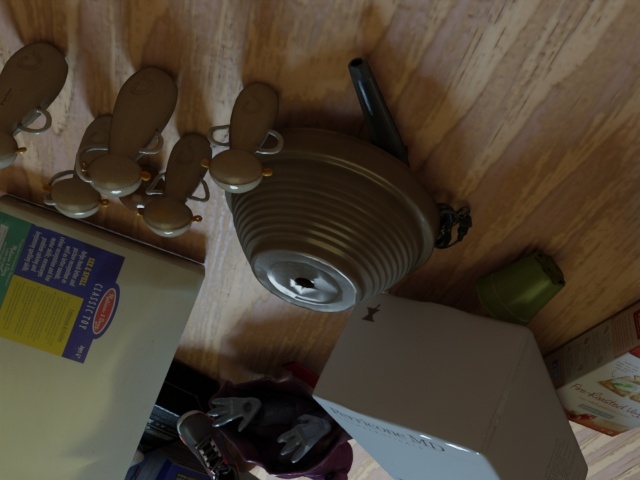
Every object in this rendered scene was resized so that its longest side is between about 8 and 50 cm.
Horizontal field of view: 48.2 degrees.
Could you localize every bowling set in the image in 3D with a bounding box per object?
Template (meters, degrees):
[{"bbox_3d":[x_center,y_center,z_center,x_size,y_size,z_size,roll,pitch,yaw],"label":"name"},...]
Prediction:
[{"bbox_3d":[-0.181,-0.061,0.715,0.286,0.154,0.200,9,142,3],"label":"bowling set"}]

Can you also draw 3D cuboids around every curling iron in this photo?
[{"bbox_3d":[0.089,-0.081,0.725,0.068,0.035,0.274,-14,137,23],"label":"curling iron"}]

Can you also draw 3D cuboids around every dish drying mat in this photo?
[{"bbox_3d":[-0.023,0.217,1.151,0.032,0.008,0.083,-22,131,36],"label":"dish drying mat"}]

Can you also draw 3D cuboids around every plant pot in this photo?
[{"bbox_3d":[0.239,0.054,0.836,0.083,0.083,0.079,29,126,-23],"label":"plant pot"},{"bbox_3d":[0.000,0.000,0.757,0.237,0.110,0.237,14,148,9],"label":"plant pot"}]

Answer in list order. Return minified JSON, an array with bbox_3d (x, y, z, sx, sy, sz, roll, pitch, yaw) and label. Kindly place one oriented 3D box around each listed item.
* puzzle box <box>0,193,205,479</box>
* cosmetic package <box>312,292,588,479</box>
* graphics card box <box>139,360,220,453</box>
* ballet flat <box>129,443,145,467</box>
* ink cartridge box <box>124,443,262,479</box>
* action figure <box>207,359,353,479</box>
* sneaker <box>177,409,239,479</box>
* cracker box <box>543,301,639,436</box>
[{"bbox_3d":[-0.346,0.174,0.932,0.271,0.052,0.409,22,99,-13],"label":"puzzle box"},{"bbox_3d":[0.200,0.266,0.970,0.230,0.162,0.453,10,150,36],"label":"cosmetic package"},{"bbox_3d":[-0.378,0.291,1.259,0.232,0.094,0.370,34,137,-27],"label":"graphics card box"},{"bbox_3d":[-0.464,0.393,1.247,0.315,0.106,0.108,2,141,12],"label":"ballet flat"},{"bbox_3d":[-0.210,0.491,1.310,0.269,0.151,0.395,26,163,-20],"label":"ink cartridge box"},{"bbox_3d":[-0.024,0.322,1.185,0.275,0.248,0.370,-36,144,1],"label":"action figure"},{"bbox_3d":[-0.170,0.340,1.144,0.158,0.061,0.065,59,166,-19],"label":"sneaker"},{"bbox_3d":[0.410,0.178,0.952,0.155,0.067,0.232,22,140,-15],"label":"cracker box"}]
